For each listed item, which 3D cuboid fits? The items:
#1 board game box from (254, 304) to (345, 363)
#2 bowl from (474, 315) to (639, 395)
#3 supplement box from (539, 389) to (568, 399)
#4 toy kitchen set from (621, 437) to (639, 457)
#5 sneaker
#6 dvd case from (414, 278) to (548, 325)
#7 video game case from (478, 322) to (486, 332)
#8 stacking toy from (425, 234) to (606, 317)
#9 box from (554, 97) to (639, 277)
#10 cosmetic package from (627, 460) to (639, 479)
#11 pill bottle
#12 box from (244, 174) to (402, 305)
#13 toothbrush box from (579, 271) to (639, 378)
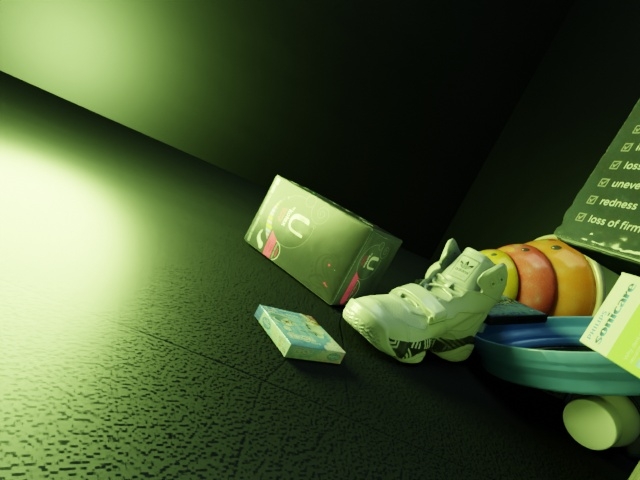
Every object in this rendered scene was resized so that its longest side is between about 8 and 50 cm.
[{"bbox_3d":[-0.027,0.119,0.523,0.090,0.020,0.090,21,11,-39],"label":"board game box"},{"bbox_3d":[0.510,0.214,0.807,0.391,0.077,0.391,-5,-4,0],"label":"bowl"},{"bbox_3d":[0.521,0.313,0.953,0.083,0.056,0.083,24,8,-16],"label":"supplement box"},{"bbox_3d":[0.681,0.423,0.763,0.207,0.166,0.122,-9,-6,20],"label":"toy kitchen set"},{"bbox_3d":[0.200,0.096,0.731,0.366,0.210,0.137,19,11,-44],"label":"sneaker"},{"bbox_3d":[0.373,0.141,0.982,0.181,0.022,0.253,3,13,-26],"label":"dvd case"},{"bbox_3d":[0.310,0.155,0.970,0.173,0.022,0.190,14,13,27],"label":"video game case"},{"bbox_3d":[0.539,0.133,1.231,0.480,0.350,0.350,7,14,-18],"label":"stacking toy"},{"bbox_3d":[0.625,-0.100,0.420,0.298,0.471,0.480,26,7,-14],"label":"box"},{"bbox_3d":[0.418,0.283,0.434,0.113,0.160,0.309,32,10,37],"label":"cosmetic package"},{"bbox_3d":[0.514,0.300,0.728,0.180,0.107,0.108,-2,24,-37],"label":"pill bottle"},{"bbox_3d":[0.000,0.000,0.855,0.270,0.165,0.143,32,9,34],"label":"box"},{"bbox_3d":[0.479,0.156,0.441,0.206,0.122,0.283,27,6,-2],"label":"toothbrush box"}]
